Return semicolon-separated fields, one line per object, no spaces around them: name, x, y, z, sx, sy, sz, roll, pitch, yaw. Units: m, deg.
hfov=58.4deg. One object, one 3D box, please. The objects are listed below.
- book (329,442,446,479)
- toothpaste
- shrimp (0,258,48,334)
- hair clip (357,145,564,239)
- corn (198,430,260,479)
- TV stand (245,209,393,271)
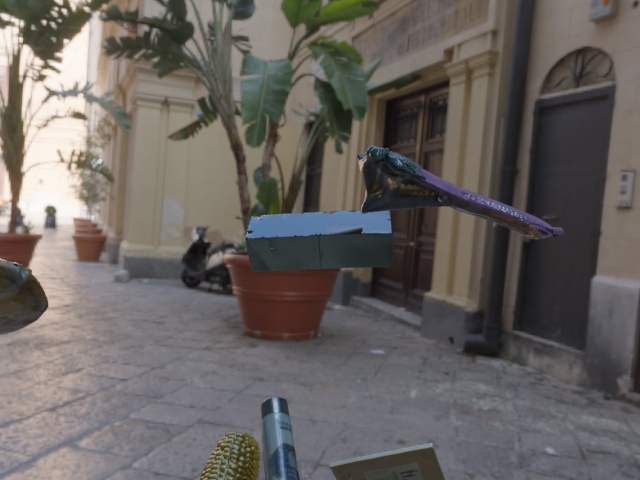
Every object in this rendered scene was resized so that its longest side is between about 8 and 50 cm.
book;0.114;0.387;0.945;0.172;0.118;0.012;-15;34;10
toothpaste;-0.043;0.296;0.679;0.062;0.039;0.239;30;29;-32
shrimp;-0.537;0.063;0.609;0.444;0.085;0.272;-3;-25;-7
hair clip;0.200;-0.054;0.833;0.358;0.096;0.110;11;-31;-27
corn;-0.138;0.378;0.769;0.091;0.091;0.260;10;33;4
TV stand;0.000;0.000;1.084;0.269;0.083;0.088;-3;35;4
